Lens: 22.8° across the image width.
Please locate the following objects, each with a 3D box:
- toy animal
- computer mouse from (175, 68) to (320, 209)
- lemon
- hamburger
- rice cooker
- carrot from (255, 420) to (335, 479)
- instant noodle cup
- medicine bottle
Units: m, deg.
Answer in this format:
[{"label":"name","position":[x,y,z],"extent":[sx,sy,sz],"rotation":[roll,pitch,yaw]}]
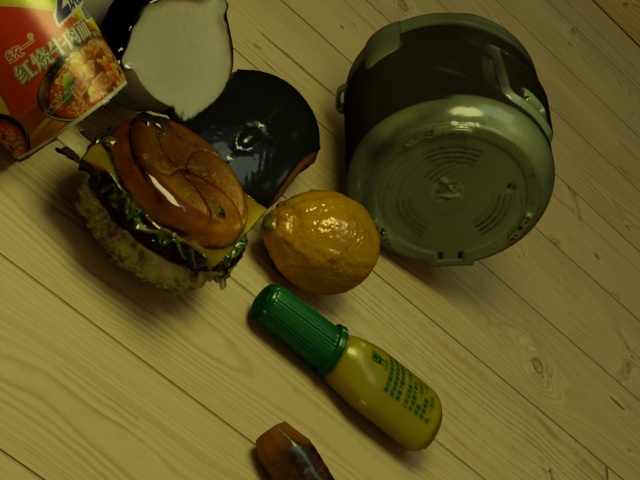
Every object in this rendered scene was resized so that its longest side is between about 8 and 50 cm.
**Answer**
[{"label":"toy animal","position":[-0.229,-0.251,2.021],"extent":[0.187,0.235,0.165],"rotation":[44,72,-35]},{"label":"computer mouse","position":[-0.093,-0.151,2.206],"extent":[0.183,0.116,0.323],"rotation":[44,29,-4]},{"label":"lemon","position":[0.000,0.000,2.138],"extent":[0.187,0.142,0.142],"rotation":[18,43,-39]},{"label":"hamburger","position":[-0.197,-0.045,1.898],"extent":[0.261,0.139,0.243],"rotation":[47,25,0]},{"label":"rice cooker","position":[0.197,-0.164,2.428],"extent":[0.335,0.335,0.325],"rotation":[36,31,-27]},{"label":"carrot","position":[0.027,0.353,1.851],"extent":[0.314,0.066,0.066],"rotation":[57,29,8]},{"label":"instant noodle cup","position":[-0.335,-0.206,1.836],"extent":[0.174,0.213,0.213],"rotation":[54,27,-12]},{"label":"medicine bottle","position":[0.037,0.161,2.072],"extent":[0.309,0.076,0.111],"rotation":[40,28,-22]}]
